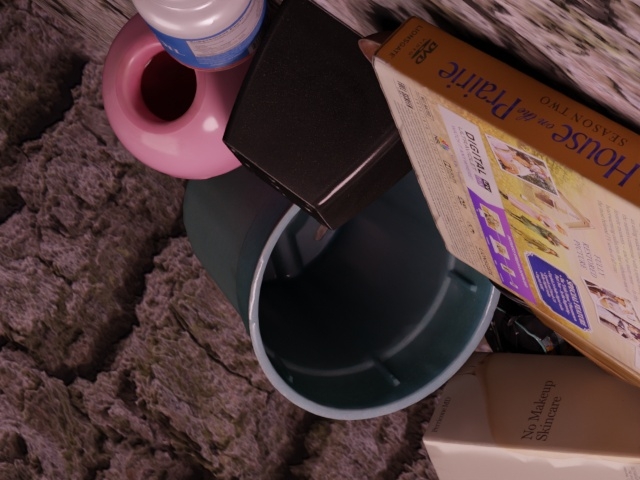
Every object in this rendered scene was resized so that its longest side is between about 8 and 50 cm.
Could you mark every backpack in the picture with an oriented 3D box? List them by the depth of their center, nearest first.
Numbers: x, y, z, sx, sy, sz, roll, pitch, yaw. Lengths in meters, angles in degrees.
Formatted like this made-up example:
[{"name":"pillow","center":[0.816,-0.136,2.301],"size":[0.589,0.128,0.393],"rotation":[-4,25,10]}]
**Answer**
[{"name":"backpack","center":[0.300,0.130,2.152],"size":[0.166,0.144,0.188],"rotation":[29,146,55]}]

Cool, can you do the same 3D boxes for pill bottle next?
[{"name":"pill bottle","center":[-0.121,-0.248,1.618],"size":[0.124,0.124,0.221],"rotation":[37,176,9]}]

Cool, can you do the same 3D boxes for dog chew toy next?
[{"name":"dog chew toy","center":[-0.112,-0.177,1.933],"size":[0.206,0.206,0.332],"rotation":[36,-165,16]}]

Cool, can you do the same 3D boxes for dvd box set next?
[{"name":"dvd box set","center":[0.243,0.009,1.348],"size":[0.420,0.062,0.307],"rotation":[33,163,34]}]

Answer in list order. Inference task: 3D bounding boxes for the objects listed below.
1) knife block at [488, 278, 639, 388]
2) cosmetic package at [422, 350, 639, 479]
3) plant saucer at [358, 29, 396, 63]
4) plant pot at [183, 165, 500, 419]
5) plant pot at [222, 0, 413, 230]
[{"name":"knife block","center":[0.293,0.063,1.891],"size":[0.242,0.088,0.275],"rotation":[37,177,-14]},{"name":"cosmetic package","center":[0.300,0.230,2.009],"size":[0.309,0.160,0.113],"rotation":[1,133,28]},{"name":"plant saucer","center":[0.109,-0.141,1.514],"size":[0.168,0.029,0.168],"rotation":[37,178,2]},{"name":"plant pot","center":[0.000,0.000,2.102],"size":[0.341,0.341,0.334],"rotation":[39,180,-35]},{"name":"plant pot","center":[0.005,-0.120,1.721],"size":[0.187,0.167,0.188],"rotation":[37,178,12]}]
